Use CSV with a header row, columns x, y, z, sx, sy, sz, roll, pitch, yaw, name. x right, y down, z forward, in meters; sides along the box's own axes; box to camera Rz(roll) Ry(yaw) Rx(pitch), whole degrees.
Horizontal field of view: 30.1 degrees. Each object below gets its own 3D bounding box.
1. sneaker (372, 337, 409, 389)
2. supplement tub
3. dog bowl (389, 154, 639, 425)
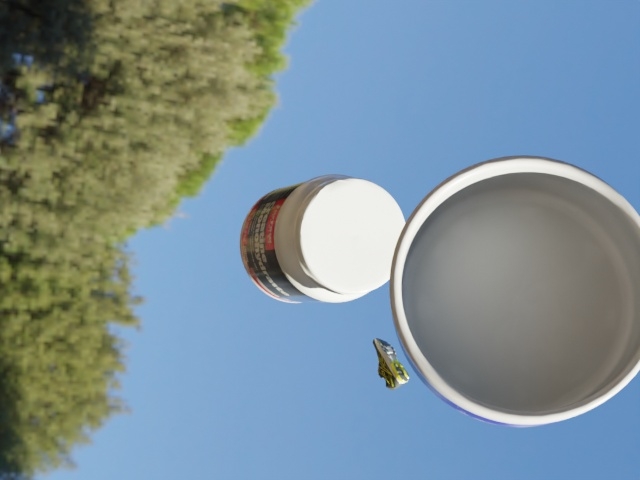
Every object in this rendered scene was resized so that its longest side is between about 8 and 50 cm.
x,y,z,sx,sy,sz,roll,pitch,yaw,name
0.090,0.172,1.661,0.035,0.031,0.083,-47,-131,22,sneaker
0.000,0.000,1.824,0.272,0.191,0.191,170,-76,-69,supplement tub
0.202,0.054,1.198,0.104,0.265,0.265,76,11,-77,dog bowl
